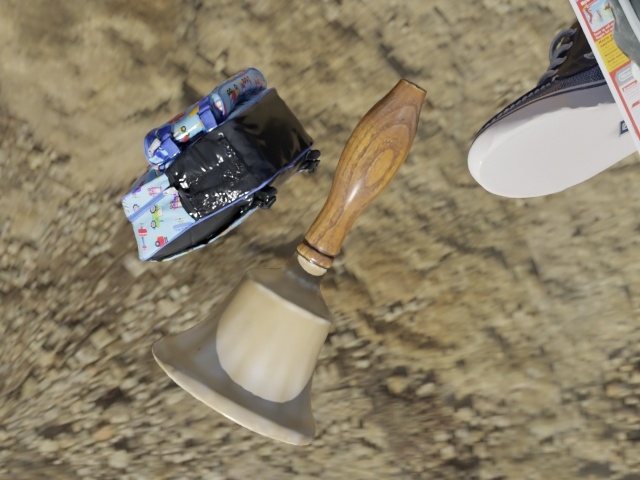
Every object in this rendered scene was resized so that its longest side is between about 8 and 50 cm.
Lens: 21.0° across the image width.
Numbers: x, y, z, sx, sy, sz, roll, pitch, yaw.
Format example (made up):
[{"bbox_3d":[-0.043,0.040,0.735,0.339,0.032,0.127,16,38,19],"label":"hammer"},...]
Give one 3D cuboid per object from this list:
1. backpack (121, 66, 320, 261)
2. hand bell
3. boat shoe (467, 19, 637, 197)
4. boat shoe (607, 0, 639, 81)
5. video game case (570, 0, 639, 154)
[{"bbox_3d":[-0.109,-0.061,1.580,0.173,0.158,0.117,-32,95,27],"label":"backpack"},{"bbox_3d":[0.000,0.000,1.144,0.126,0.126,0.242,29,98,-8],"label":"hand bell"},{"bbox_3d":[0.288,-0.167,1.947,0.340,0.127,0.158,-19,46,-20],"label":"boat shoe"},{"bbox_3d":[0.221,-0.128,0.938,0.121,0.119,0.335,-14,79,-31],"label":"boat shoe"},{"bbox_3d":[0.358,-0.237,1.763,0.025,0.204,0.285,-14,77,-44],"label":"video game case"}]
